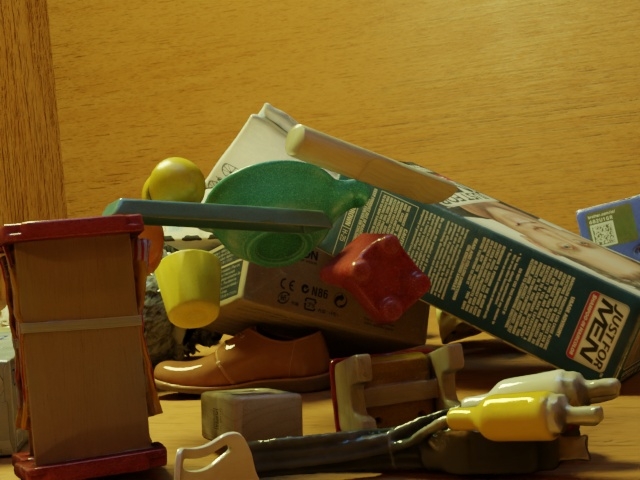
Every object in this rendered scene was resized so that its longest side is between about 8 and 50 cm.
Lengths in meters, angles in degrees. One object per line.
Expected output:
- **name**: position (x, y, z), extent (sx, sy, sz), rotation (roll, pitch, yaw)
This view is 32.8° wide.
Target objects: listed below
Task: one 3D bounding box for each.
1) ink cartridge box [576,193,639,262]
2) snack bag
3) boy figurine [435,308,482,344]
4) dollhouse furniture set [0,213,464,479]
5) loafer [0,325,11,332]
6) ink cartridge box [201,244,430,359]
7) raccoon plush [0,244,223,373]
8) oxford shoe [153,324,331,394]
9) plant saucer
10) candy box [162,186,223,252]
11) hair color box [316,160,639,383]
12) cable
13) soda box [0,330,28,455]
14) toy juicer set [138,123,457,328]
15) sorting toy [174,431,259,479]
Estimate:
- **ink cartridge box**: position (0.512, 0.002, 1.458), extent (0.270, 0.151, 0.395), rotation (-15, -10, 25)
- **snack bag**: position (0.000, 0.000, 1.435), extent (0.037, 0.342, 0.323), rotation (-57, 8, -32)
- **boy figurine**: position (0.245, 0.092, 1.369), extent (0.177, 0.092, 0.285), rotation (-6, 1, -43)
- **dollhouse furniture set**: position (-0.079, 0.079, 0.919), extent (0.374, 0.201, 0.152), rotation (-4, -4, -19)
- **loafer**: position (-0.457, 0.154, 1.382), extent (0.269, 0.101, 0.092), rotation (4, -1, -9)
- **ink cartridge box**: position (-0.019, 0.070, 1.270), extent (0.235, 0.088, 0.193), rotation (15, -17, -25)
- **raccoon plush**: position (-0.308, 0.127, 1.459), extent (0.446, 0.216, 0.299), rotation (-31, 3, 24)
- **oxford shoe**: position (-0.091, 0.134, 1.226), extent (0.212, 0.076, 0.076), rotation (-6, 3, 10)
- **plant saucer**: position (-0.089, -0.020, 0.935), extent (0.192, 0.018, 0.067), rotation (2, -6, -22)
- **candy box**: position (-0.069, -0.008, 1.319), extent (0.196, 0.070, 0.165), rotation (-2, -20, 36)
- **hair color box**: position (0.188, 0.025, 1.150), extent (0.347, 0.105, 0.174), rotation (27, 17, 25)
- **cable**: position (0.077, 0.133, 0.797), extent (0.287, 0.072, 0.139), rotation (-5, -4, 22)
- **soda box**: position (-0.335, 0.150, 1.110), extent (0.098, 0.091, 0.286), rotation (-4, 2, -6)
- **toy juicer set**: position (-0.064, -0.043, 1.028), extent (0.329, 0.089, 0.209), rotation (-27, -38, 21)
- **sorting toy**: position (-0.059, 0.148, 0.607), extent (0.045, 0.075, 0.083), rotation (-3, 2, 41)
